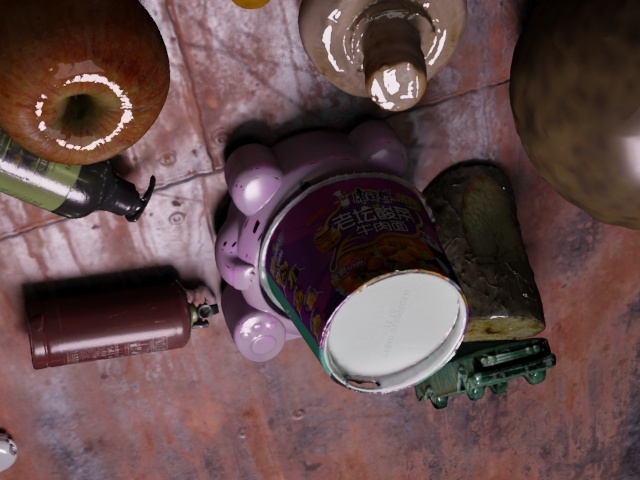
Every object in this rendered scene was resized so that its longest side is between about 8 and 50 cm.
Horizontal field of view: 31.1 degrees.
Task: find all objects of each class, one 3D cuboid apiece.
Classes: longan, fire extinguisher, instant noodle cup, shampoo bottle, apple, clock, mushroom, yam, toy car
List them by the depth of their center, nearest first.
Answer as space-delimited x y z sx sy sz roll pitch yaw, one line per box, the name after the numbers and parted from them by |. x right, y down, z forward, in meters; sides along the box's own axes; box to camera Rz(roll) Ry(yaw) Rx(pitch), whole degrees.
-0.272 -0.193 1.274 0.211 0.188 0.211 -9 130 -10 | apple
0.078 -0.260 1.363 0.206 0.209 0.206 -1 104 -5 | mushroom
-0.331 -0.090 1.387 0.283 0.101 0.101 25 114 -35 | shampoo bottle
0.430 -0.198 1.433 0.391 0.391 0.391 -11 129 -14 | longan
0.065 0.064 1.459 0.251 0.190 0.251 -10 127 -14 | instant noodle cup
-0.264 0.111 1.581 0.268 0.105 0.105 -8 129 -16 | fire extinguisher
0.000 0.000 1.583 0.295 0.113 0.322 -12 129 -12 | clock
0.223 0.030 1.634 0.153 0.255 0.154 -8 150 -5 | yam
0.237 0.194 1.755 0.141 0.097 0.321 -12 170 -12 | toy car

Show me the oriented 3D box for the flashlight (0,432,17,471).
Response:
-0.538 0.339 1.680 0.200 0.047 0.093 -28 132 -3 | flashlight

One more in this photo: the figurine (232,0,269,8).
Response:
-0.060 -0.337 1.286 0.121 0.122 0.176 0 125 -25 | figurine
